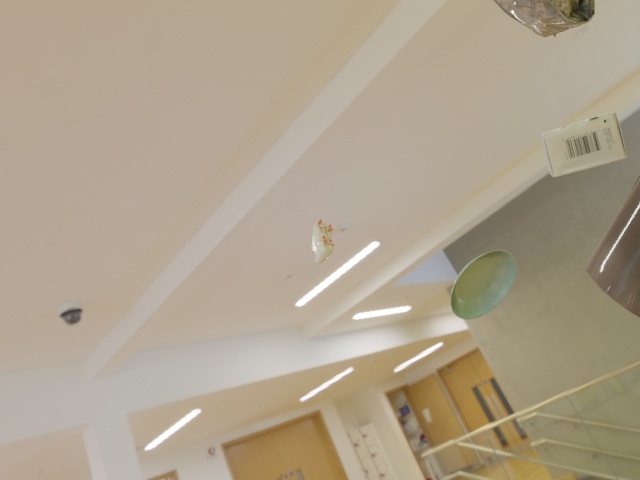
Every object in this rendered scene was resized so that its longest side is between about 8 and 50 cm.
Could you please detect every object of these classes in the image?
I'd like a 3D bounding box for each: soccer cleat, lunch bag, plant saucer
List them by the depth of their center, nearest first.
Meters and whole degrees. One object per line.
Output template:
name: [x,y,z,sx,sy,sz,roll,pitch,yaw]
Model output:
plant saucer: [0.380,0.100,1.218,0.194,0.037,0.195,-14,-57,-22]
soccer cleat: [0.000,0.000,1.552,0.068,0.196,0.076,27,-68,-15]
lunch bag: [0.728,-0.794,1.647,0.169,0.287,0.235,-51,13,3]

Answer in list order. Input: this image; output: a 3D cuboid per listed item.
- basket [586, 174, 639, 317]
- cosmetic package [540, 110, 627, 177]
basket: [0.423,-0.023,0.567,0.204,0.154,0.227,18,-59,-14]
cosmetic package: [0.645,-0.235,1.274,0.160,0.113,0.309,-15,1,25]
